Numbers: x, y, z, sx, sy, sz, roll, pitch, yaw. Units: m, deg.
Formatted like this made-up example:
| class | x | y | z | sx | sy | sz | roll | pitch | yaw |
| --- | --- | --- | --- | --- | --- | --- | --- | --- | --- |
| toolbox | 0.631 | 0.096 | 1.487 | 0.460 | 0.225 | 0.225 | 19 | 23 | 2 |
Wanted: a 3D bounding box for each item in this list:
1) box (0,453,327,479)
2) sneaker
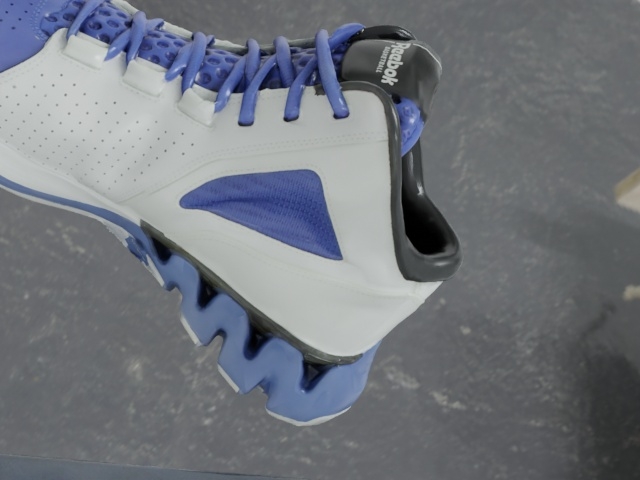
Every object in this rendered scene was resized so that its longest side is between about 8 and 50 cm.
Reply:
| class | x | y | z | sx | sy | sz | roll | pitch | yaw |
| --- | --- | --- | --- | --- | --- | --- | --- | --- | --- |
| box | -0.169 | 0.433 | 0.939 | 0.480 | 0.472 | 0.297 | 12 | 45 | -29 |
| sneaker | -0.043 | -0.064 | 0.558 | 0.315 | 0.182 | 0.127 | 42 | 30 | -13 |
